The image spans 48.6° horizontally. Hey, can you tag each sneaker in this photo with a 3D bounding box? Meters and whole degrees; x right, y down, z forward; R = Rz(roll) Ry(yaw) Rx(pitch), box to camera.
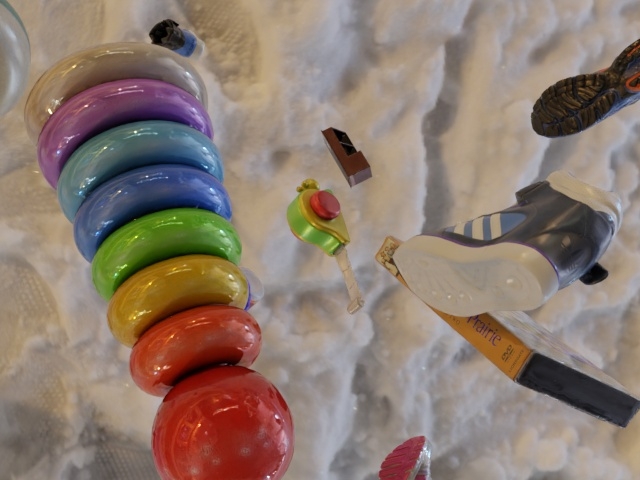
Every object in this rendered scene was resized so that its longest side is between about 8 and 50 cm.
[{"bbox_3d":[0.405,-0.206,1.000,0.087,0.221,0.083,4,64,-59],"label":"sneaker"},{"bbox_3d":[0.279,-0.004,1.034,0.236,0.323,0.130,-37,105,-24],"label":"sneaker"},{"bbox_3d":[0.174,0.504,1.379,0.111,0.103,0.252,41,51,-20],"label":"sneaker"},{"bbox_3d":[-0.275,-0.373,1.297,0.085,0.152,0.058,23,102,-34],"label":"sneaker"}]

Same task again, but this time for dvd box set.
[{"bbox_3d":[0.310,0.147,1.234,0.308,0.420,0.062,26,100,-34],"label":"dvd box set"}]

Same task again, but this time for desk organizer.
[{"bbox_3d":[0.053,-0.175,1.435,0.050,0.130,0.047,-26,153,-3],"label":"desk organizer"}]

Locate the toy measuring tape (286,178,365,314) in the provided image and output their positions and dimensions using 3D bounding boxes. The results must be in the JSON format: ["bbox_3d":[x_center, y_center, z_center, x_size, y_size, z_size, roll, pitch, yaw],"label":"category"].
[{"bbox_3d":[0.000,0.000,1.473,0.122,0.121,0.330,3,54,-27],"label":"toy measuring tape"}]

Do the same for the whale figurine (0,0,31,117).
[{"bbox_3d":[-0.483,-0.234,0.823,0.272,0.141,0.216,3,130,-21],"label":"whale figurine"}]

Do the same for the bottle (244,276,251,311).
[{"bbox_3d":[-0.262,0.080,1.372,0.118,0.283,0.092,-19,116,-42],"label":"bottle"}]

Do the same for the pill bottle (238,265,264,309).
[{"bbox_3d":[-0.196,0.129,1.477,0.086,0.086,0.152,38,115,-25],"label":"pill bottle"}]

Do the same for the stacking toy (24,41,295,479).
[{"bbox_3d":[-0.108,0.025,0.497,0.141,0.141,0.330,-9,63,-26],"label":"stacking toy"}]
